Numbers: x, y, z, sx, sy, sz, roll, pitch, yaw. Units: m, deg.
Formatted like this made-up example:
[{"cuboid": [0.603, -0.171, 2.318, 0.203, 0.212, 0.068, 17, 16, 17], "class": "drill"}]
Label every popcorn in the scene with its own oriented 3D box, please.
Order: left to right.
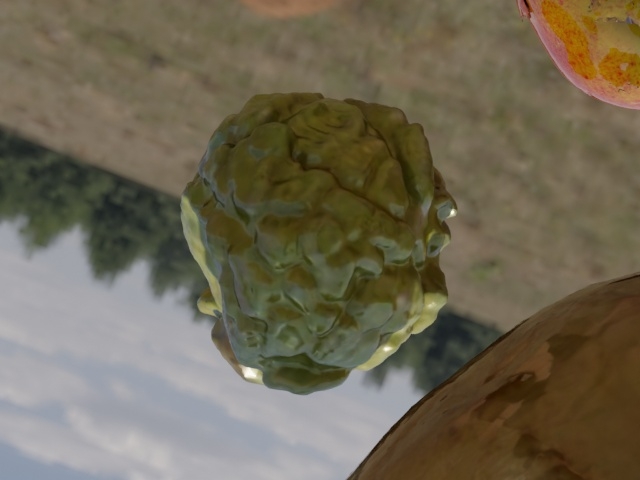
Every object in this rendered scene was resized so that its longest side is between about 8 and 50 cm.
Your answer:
[{"cuboid": [0.000, 0.000, 1.431, 0.212, 0.259, 0.259, -18, -177, -5], "class": "popcorn"}]

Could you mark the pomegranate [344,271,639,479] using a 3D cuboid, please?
[{"cuboid": [0.156, 0.187, 0.785, 0.338, 0.338, 0.338, 21, 179, 0], "class": "pomegranate"}]

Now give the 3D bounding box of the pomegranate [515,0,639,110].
[{"cuboid": [0.249, -0.196, 1.326, 0.210, 0.210, 0.235, 21, 169, -6], "class": "pomegranate"}]
